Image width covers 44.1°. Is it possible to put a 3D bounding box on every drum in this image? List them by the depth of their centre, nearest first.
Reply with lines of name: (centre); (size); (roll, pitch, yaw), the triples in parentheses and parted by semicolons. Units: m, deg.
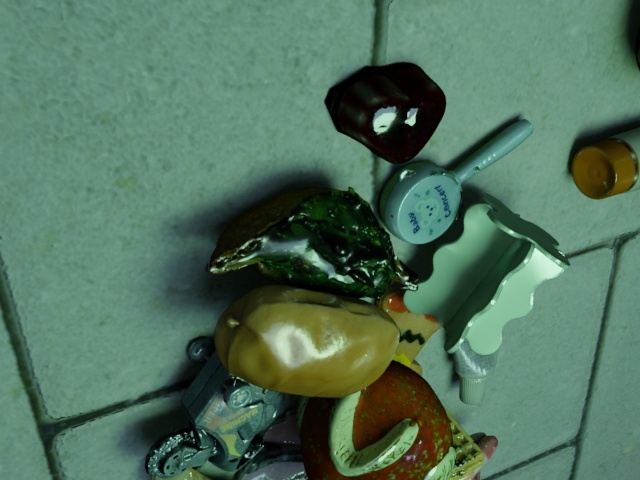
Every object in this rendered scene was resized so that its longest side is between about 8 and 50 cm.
drum: (0.200, -0.076, 1.128); (0.253, 0.049, 0.130); (-23, 127, -19)

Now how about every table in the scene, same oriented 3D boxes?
table: (0.232, 0.059, 1.130); (0.167, 0.166, 0.198); (19, 114, -37)

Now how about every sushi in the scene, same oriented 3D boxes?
sushi: (-0.001, 0.000, 0.996); (0.287, 0.140, 0.149); (15, 117, -37)

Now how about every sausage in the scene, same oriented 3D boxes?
sausage: (-0.016, 0.123, 0.977); (0.241, 0.120, 0.136); (10, 117, -33)

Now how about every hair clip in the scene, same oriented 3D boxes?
hair clip: (-0.053, 0.329, 1.234); (0.187, 0.056, 0.146); (4, 115, -42)

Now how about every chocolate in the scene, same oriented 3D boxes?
chocolate: (0.088, -0.150, 0.998); (0.149, 0.080, 0.125); (-12, 123, -26)

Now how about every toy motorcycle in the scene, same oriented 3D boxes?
toy motorcycle: (-0.110, 0.215, 1.095); (0.307, 0.108, 0.173); (-52, 139, 6)

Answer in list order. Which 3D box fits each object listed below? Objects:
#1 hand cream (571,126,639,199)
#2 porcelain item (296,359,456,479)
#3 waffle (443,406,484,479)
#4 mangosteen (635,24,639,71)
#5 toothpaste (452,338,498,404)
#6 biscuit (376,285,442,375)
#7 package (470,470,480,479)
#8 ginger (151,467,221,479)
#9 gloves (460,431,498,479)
hand cream: (0.545, -0.145, 1.267); (0.314, 0.089, 0.139); (-13, 125, -28)
porcelain item: (0.059, 0.297, 1.114); (0.253, 0.253, 0.252); (-15, 124, -22)
waffle: (0.188, 0.330, 1.305); (0.103, 0.148, 0.042); (-21, 136, -21)
mangosteen: (0.548, -0.322, 1.104); (0.232, 0.231, 0.289); (-16, 86, -21)
toothpaste: (0.254, 0.143, 1.293); (0.099, 0.069, 0.282); (-34, 129, -52)
biscuit: (0.107, 0.192, 1.247); (0.166, 0.036, 0.250); (18, 108, -36)
package: (0.270, 0.457, 1.510); (0.083, 0.029, 0.059); (-12, 131, -12)
ginger: (-0.177, 0.375, 1.162); (0.190, 0.069, 0.095); (30, 104, -30)
gloves: (0.190, 0.395, 1.345); (0.241, 0.145, 0.126); (-35, 142, 11)
